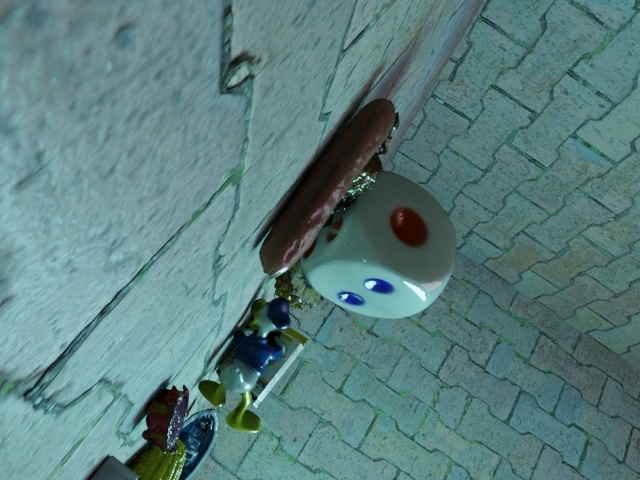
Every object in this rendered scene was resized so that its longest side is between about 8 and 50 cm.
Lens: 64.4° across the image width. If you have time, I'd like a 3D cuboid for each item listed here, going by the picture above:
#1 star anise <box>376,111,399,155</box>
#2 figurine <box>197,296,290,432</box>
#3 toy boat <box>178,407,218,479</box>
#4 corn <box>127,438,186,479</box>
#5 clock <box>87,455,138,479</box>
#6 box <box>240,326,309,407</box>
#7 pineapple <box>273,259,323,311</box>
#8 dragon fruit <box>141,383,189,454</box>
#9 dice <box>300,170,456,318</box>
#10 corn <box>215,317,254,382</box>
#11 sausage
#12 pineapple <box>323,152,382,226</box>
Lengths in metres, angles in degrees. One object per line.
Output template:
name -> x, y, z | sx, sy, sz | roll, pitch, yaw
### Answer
star anise -> 0.205, -0.338, 1.627 | 0.168, 0.057, 0.168 | -58, 168, -20
figurine -> -0.155, 0.293, 1.379 | 0.338, 0.204, 0.283 | -61, 175, 19
toy boat -> -0.406, 0.635, 1.530 | 0.309, 0.129, 0.142 | -55, -173, 0
corn -> -0.380, 0.534, 1.137 | 0.119, 0.119, 0.322 | -57, 180, 8
clock -> -0.391, 0.469, 0.828 | 0.197, 0.063, 0.150 | -52, 175, -44
box -> -0.157, 0.355, 1.499 | 0.247, 0.129, 0.033 | -51, 141, -20
pineapple -> -0.079, 0.119, 1.420 | 0.136, 0.161, 0.176 | -20, -132, 36
dragon fruit -> -0.287, 0.321, 0.933 | 0.126, 0.068, 0.112 | 99, 5, -49
dice -> 0.142, 0.017, 1.314 | 0.304, 0.304, 0.277 | -34, -145, 57
corn -> -0.225, 0.324, 1.580 | 0.280, 0.092, 0.092 | -49, 174, -21
sausage -> 0.020, -0.114, 0.954 | 0.433, 0.087, 0.088 | -55, 176, -14
pineapple -> 0.040, -0.113, 1.126 | 0.119, 0.111, 0.237 | -14, 154, -43
